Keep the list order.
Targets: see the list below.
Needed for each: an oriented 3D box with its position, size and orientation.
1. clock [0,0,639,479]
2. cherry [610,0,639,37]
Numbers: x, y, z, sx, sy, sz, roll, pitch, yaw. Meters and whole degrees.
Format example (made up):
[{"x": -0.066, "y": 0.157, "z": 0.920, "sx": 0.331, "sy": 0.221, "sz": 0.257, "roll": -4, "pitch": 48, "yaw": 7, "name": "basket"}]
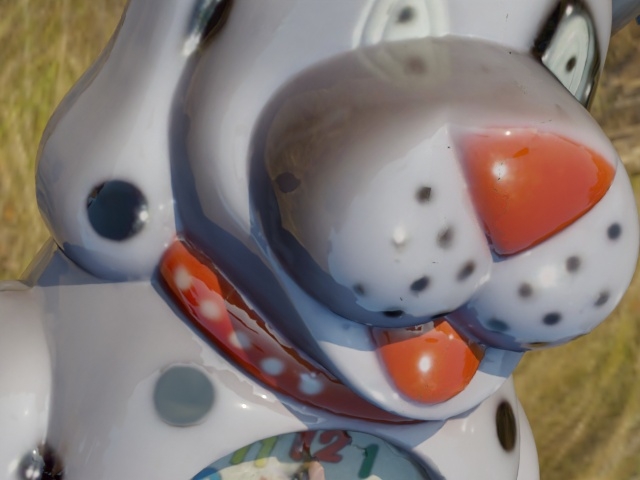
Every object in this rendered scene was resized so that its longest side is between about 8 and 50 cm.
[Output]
[{"x": 0.000, "y": 0.004, "z": 0.456, "sx": 0.189, "sy": 0.189, "sz": 0.254, "roll": 15, "pitch": 114, "yaw": -17, "name": "clock"}, {"x": 0.094, "y": -0.163, "z": 0.741, "sx": 0.176, "sy": 0.140, "sz": 0.176, "roll": -5, "pitch": 101, "yaw": -25, "name": "cherry"}]
